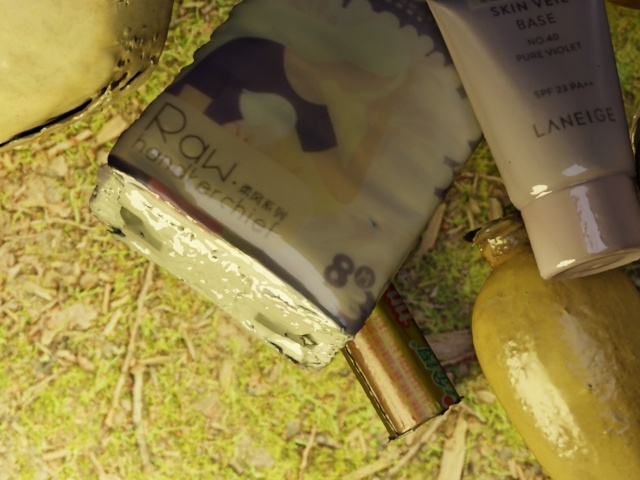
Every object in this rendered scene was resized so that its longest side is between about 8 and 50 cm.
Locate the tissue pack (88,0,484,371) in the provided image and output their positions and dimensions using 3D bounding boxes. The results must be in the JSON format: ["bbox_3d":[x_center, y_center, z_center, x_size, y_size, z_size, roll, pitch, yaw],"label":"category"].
[{"bbox_3d":[-0.001,-0.093,1.212,0.242,0.125,0.343,36,62,-2],"label":"tissue pack"}]

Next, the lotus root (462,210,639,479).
[{"bbox_3d":[0.219,0.110,1.237,0.146,0.131,0.303,-27,82,-3],"label":"lotus root"}]

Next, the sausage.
[{"bbox_3d":[0.000,0.000,1.290,0.082,0.082,0.371,-30,82,-3],"label":"sausage"}]

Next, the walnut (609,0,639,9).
[{"bbox_3d":[0.307,-0.306,1.265,0.222,0.195,0.195,-33,83,1],"label":"walnut"}]

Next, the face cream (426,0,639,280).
[{"bbox_3d":[0.186,-0.109,1.179,0.154,0.096,0.273,-14,78,-8],"label":"face cream"}]

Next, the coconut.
[{"bbox_3d":[-0.288,-0.244,1.227,0.353,0.352,0.352,0,82,2],"label":"coconut"}]

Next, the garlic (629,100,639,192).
[{"bbox_3d":[0.386,-0.105,1.183,0.241,0.322,0.322,29,84,14],"label":"garlic"}]
